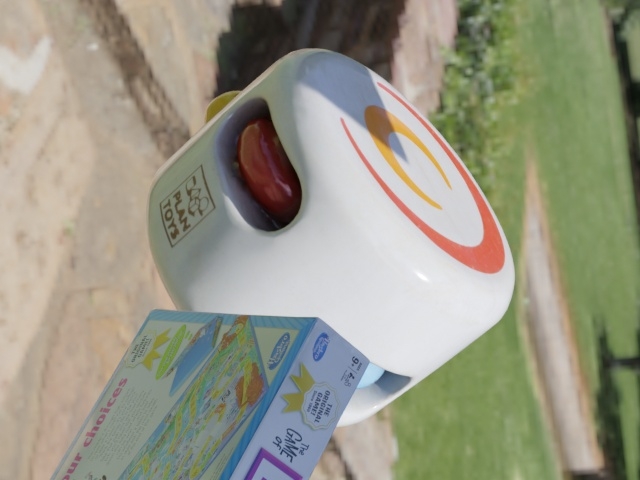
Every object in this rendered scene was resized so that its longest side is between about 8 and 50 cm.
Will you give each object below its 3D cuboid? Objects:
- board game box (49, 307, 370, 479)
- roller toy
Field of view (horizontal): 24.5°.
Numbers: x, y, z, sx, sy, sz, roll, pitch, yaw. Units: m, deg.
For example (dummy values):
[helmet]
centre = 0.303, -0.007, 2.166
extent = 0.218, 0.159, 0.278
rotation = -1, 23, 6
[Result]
[board game box]
centre = -0.057, 0.093, 0.468
extent = 0.026, 0.103, 0.154
rotation = 41, 67, -29
[roller toy]
centre = 0.000, 0.000, 0.843
extent = 0.209, 0.146, 0.191
rotation = 49, 22, -3
